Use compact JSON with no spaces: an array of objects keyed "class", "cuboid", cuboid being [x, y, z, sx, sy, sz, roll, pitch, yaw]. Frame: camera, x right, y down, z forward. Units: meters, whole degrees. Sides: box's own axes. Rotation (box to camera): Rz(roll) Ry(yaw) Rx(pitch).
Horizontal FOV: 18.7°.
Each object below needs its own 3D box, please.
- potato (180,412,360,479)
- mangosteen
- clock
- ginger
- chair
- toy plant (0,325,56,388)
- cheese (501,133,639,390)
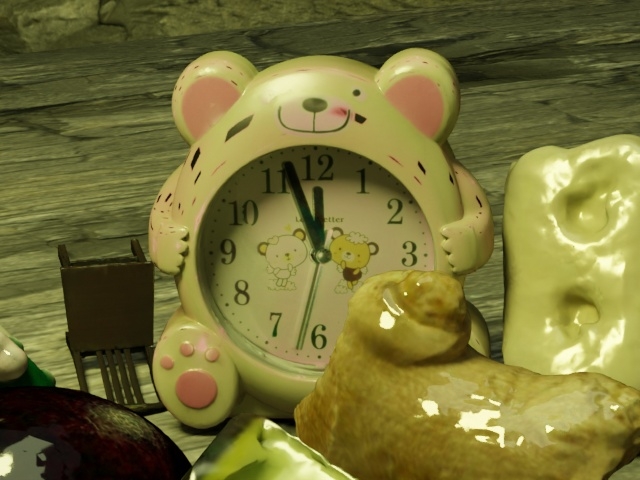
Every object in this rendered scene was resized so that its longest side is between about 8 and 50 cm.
[{"class":"potato","cuboid":[-0.001,0.287,0.873,0.330,0.213,0.280,27,45,31]},{"class":"mangosteen","cuboid":[-0.145,0.203,1.092,0.265,0.228,0.228,28,31,34]},{"class":"clock","cuboid":[0.000,0.000,1.594,0.284,0.310,0.114,0,14,7]},{"class":"ginger","cuboid":[0.100,0.128,1.347,0.275,0.221,0.130,-2,5,28]},{"class":"chair","cuboid":[-0.184,0.074,1.727,0.084,0.101,0.212,-5,16,-11]},{"class":"toy plant","cuboid":[-0.259,0.117,1.412,0.243,0.233,0.112,22,54,32]},{"class":"cheese","cuboid":[0.251,0.072,1.636,0.173,0.251,0.248,-8,-24,27]}]
